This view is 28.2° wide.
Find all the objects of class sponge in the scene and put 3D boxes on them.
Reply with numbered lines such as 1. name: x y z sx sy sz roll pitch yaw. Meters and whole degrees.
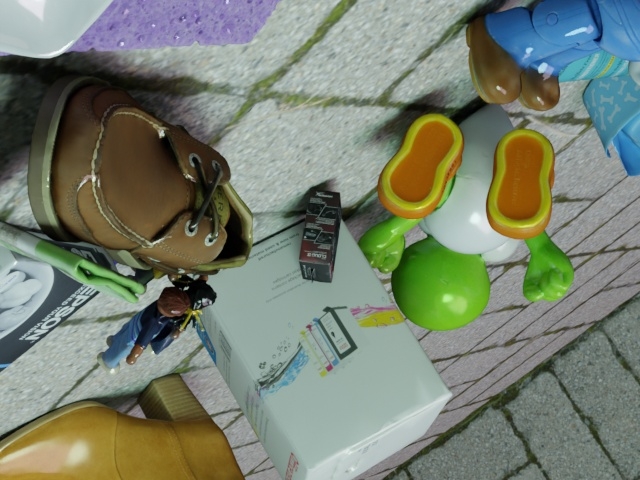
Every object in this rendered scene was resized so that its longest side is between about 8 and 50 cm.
1. sponge: -0.094 -0.160 0.746 0.210 0.031 0.117 -12 154 -46

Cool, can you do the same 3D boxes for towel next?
1. towel: -0.200 0.002 0.832 0.023 0.152 0.113 -66 162 -4

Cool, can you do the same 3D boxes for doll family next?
1. doll family: -0.123 0.036 1.074 0.076 0.193 0.111 32 136 -28

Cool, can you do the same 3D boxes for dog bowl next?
1. dog bowl: 0.395 -0.163 1.482 0.166 0.074 0.297 -37 162 15

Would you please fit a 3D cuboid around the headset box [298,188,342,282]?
1. headset box: 0.000 0.000 1.244 0.032 0.083 0.062 8 162 6

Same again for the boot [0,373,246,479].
1. boot: -0.219 0.282 1.428 0.295 0.211 0.104 -18 157 -35

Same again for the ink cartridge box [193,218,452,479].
1. ink cartridge box: -0.004 0.124 1.323 0.168 0.232 0.171 -27 162 -15

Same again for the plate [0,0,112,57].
1. plate: -0.142 -0.196 0.511 0.278 0.045 0.277 -41 153 29

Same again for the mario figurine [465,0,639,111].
1. mario figurine: 0.284 -0.172 1.024 0.321 0.170 0.198 -22 -155 35

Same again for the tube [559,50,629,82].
1. tube: 0.252 -0.183 1.246 0.207 0.052 0.080 -10 144 -35

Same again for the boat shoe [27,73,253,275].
1. boat shoe: -0.109 -0.038 0.872 0.105 0.110 0.307 11 175 7

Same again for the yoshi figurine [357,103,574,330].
1. yoshi figurine: 0.144 0.004 1.319 0.203 0.203 0.362 -29 167 -2

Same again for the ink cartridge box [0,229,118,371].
1. ink cartridge box: -0.271 0.070 1.048 0.206 0.045 0.208 -37 163 15
